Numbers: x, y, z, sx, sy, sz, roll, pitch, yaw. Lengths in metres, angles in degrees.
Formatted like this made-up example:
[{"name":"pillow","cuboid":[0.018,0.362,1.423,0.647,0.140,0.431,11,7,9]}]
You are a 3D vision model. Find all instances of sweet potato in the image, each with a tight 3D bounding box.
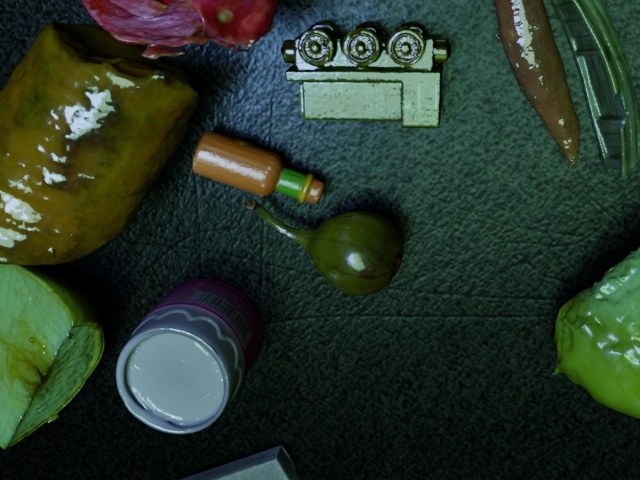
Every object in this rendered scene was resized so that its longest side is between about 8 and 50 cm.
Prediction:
[{"name":"sweet potato","cuboid":[0.275,-0.238,1.156,0.072,0.066,0.314,-14,107,22]}]

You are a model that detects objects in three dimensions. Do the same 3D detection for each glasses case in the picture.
[{"name":"glasses case","cuboid":[-0.141,0.398,1.447,0.205,0.047,0.070,-23,106,16]}]

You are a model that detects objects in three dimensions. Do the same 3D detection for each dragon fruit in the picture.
[{"name":"dragon fruit","cuboid":[-0.119,-0.384,1.018,0.249,0.371,0.386,14,128,16]}]

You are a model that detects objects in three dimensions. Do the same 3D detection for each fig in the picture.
[{"name":"fig","cuboid":[0.000,0.000,1.258,0.236,0.124,0.124,18,110,11]}]

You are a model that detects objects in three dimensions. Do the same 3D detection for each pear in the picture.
[{"name":"pear","cuboid":[-0.466,0.139,1.387,0.239,0.139,0.288,39,115,13]}]

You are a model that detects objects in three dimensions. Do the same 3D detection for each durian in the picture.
[{"name":"durian","cuboid":[0.481,0.120,1.173,0.340,0.204,0.255,-41,82,28]}]

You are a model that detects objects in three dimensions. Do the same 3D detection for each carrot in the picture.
[{"name":"carrot","cuboid":[-0.326,-0.138,1.209,0.241,0.241,0.340,38,108,-3]}]

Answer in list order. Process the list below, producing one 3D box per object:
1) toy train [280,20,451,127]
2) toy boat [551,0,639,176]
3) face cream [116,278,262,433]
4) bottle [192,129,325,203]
[{"name":"toy train","cuboid":[0.060,-0.220,1.190,0.226,0.090,0.137,2,111,10]},{"name":"toy boat","cuboid":[0.351,-0.226,1.132,0.055,0.093,0.293,-24,102,-2]},{"name":"face cream","cuboid":[-0.189,0.165,1.302,0.175,0.195,0.175,3,107,10]},{"name":"bottle","cuboid":[-0.086,-0.097,1.268,0.187,0.069,0.069,21,110,0]}]
